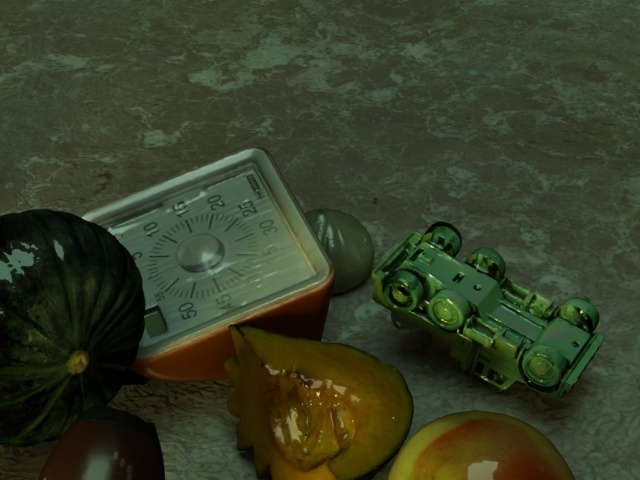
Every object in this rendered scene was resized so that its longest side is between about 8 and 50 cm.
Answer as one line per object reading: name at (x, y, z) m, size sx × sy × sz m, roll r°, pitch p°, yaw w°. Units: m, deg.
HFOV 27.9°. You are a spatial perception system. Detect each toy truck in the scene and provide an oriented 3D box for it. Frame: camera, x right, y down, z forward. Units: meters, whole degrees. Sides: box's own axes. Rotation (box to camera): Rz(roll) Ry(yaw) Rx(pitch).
toy truck at (0.191, 0.099, 1.501) m, size 0.259 × 0.135 × 0.128 m, roll 26°, pitch 43°, yaw 21°

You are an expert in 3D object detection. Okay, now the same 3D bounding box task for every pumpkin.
pumpkin at (0.006, 0.196, 1.372) m, size 0.149 × 0.130 × 0.254 m, roll -13°, pitch 40°, yaw -28°
pumpkin at (-0.302, 0.083, 1.328) m, size 0.250 × 0.250 × 0.216 m, roll -15°, pitch 33°, yaw -20°

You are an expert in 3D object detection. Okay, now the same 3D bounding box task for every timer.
timer at (-0.142, 0.041, 1.521) m, size 0.250 × 0.161 × 0.257 m, roll -12°, pitch 46°, yaw -19°

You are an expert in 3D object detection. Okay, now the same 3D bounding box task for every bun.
bun at (0.000, 0.000, 1.662) m, size 0.138 × 0.094 × 0.138 m, roll -3°, pitch 36°, yaw 2°

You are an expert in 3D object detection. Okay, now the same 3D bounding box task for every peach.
peach at (0.160, 0.252, 1.253) m, size 0.184 × 0.184 × 0.184 m, roll 0°, pitch 36°, yaw 0°

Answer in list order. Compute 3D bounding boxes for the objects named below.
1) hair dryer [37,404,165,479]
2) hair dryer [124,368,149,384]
hair dryer at (-0.314, 0.308, 1.235) m, size 0.340 × 0.123 × 0.312 m, roll -2°, pitch 59°, yaw 33°
hair dryer at (-0.377, 0.082, 1.567) m, size 0.304 × 0.120 × 0.359 m, roll -1°, pitch 27°, yaw -16°
